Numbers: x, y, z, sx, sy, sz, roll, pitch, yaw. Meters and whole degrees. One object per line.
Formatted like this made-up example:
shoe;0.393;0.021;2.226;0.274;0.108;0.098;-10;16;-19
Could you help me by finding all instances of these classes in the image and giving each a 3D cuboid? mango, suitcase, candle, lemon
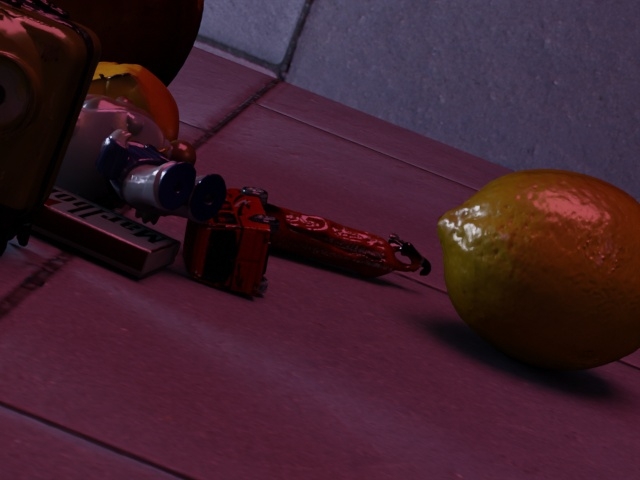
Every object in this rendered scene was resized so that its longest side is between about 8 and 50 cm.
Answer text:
mango;-0.258;-0.147;2.205;0.187;0.138;0.257;3;7;3
suitcase;-0.326;-0.126;1.693;0.193;0.235;0.143;22;11;5
candle;0.000;0.000;2.171;0.301;0.059;0.084;15;24;-20
lemon;0.270;0.033;2.070;0.263;0.236;0.236;-10;20;-14

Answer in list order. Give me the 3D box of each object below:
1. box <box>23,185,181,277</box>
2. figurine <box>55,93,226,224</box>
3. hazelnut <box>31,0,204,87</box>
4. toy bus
box;-0.238;-0.015;1.848;0.177;0.036;0.115;23;10;9
figurine;-0.201;-0.077;1.941;0.274;0.133;0.194;24;7;28
hazelnut;-0.368;-0.350;2.432;0.429;0.402;0.402;14;12;-10
toy bus;-0.099;-0.005;1.960;0.089;0.081;0.195;9;14;-10
